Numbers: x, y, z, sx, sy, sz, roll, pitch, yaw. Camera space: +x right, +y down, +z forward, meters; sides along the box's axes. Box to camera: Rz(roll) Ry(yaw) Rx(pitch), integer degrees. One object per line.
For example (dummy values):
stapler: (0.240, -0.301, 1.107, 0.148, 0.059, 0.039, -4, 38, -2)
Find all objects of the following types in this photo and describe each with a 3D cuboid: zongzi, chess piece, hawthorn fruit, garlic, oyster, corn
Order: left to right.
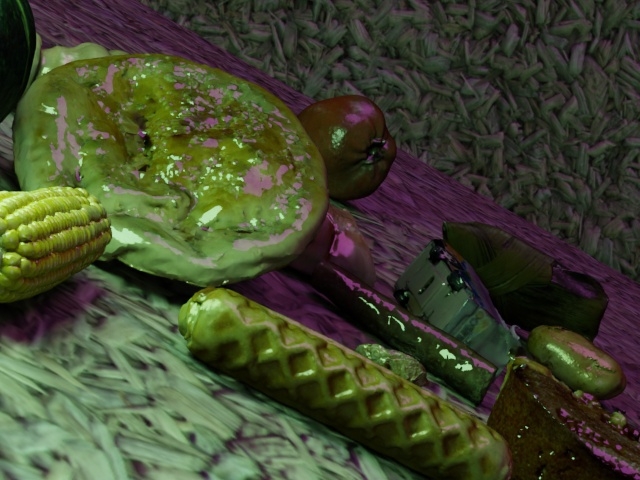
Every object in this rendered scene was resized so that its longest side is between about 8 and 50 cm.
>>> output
corn: (-0.255, 0.001, 1.090, 0.093, 0.093, 0.244, 31, 8, 5)
chess piece: (-0.391, -0.231, 1.676, 0.260, 0.143, 0.143, 19, 15, -30)
garlic: (-0.002, 0.012, 1.704, 0.174, 0.099, 0.124, 21, 27, -31)
hawthorn fruit: (0.016, -0.180, 2.364, 0.251, 0.199, 0.199, 8, -5, 38)
oyster: (0.082, 0.156, 1.467, 0.083, 0.038, 0.081, 5, -27, 24)
zongzi: (0.317, 0.057, 1.988, 0.286, 0.138, 0.300, 24, -10, 18)

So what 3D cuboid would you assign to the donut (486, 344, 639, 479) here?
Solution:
donut: (0.262, 0.225, 1.343, 0.186, 0.126, 0.144, 25, 23, 1)

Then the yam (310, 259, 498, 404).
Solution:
yam: (0.104, 0.114, 1.597, 0.274, 0.061, 0.061, 32, 12, 16)

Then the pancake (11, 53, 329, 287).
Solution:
pancake: (-0.163, -0.095, 1.400, 0.386, 0.082, 0.387, 12, 40, -10)

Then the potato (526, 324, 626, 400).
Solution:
potato: (0.400, 0.189, 1.954, 0.170, 0.080, 0.107, 39, 26, 31)

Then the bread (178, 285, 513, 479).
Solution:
bread: (0.028, 0.150, 1.208, 0.367, 0.077, 0.084, 30, 15, -8)

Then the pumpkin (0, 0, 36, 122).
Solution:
pumpkin: (-0.435, -0.218, 1.206, 0.323, 0.241, 0.323, 27, 13, -7)

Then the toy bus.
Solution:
toy bus: (0.193, 0.100, 1.772, 0.138, 0.112, 0.317, 38, 10, -13)
